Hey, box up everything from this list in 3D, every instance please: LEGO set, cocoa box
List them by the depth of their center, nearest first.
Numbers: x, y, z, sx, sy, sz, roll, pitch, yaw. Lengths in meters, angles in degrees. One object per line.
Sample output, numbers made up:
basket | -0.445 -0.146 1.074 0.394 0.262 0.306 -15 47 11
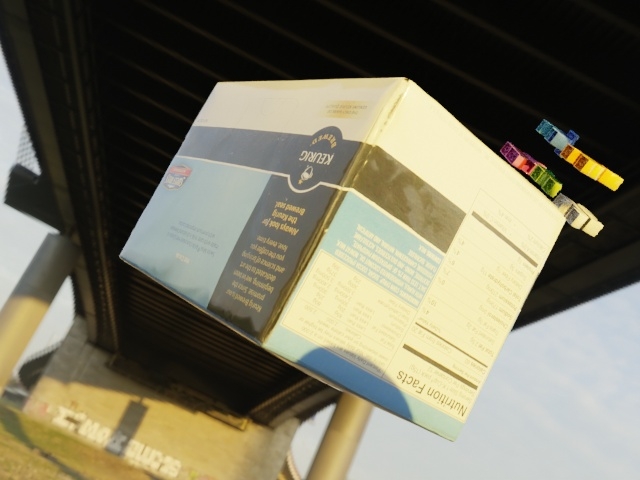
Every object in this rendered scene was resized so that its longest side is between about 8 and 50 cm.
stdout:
cocoa box | 0.000 0.000 0.729 0.231 0.228 0.347 32 -8 -32
LEGO set | 0.351 -0.090 1.042 0.093 0.087 0.227 25 23 -25
